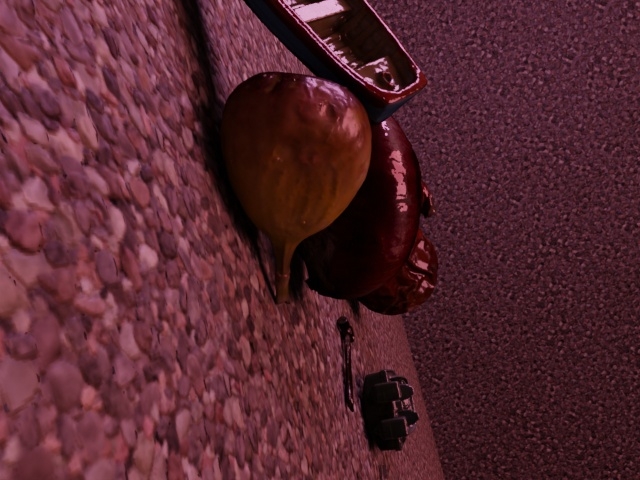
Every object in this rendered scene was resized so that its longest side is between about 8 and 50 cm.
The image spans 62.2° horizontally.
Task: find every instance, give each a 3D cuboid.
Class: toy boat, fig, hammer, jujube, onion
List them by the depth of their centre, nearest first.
[{"bbox_3d":[-0.032,-0.047,0.573,0.159,0.159,0.257,-73,168,-72],"label":"fig"},{"bbox_3d":[-0.041,-0.290,0.581,0.392,0.079,0.136,49,49,5],"label":"toy boat"},{"bbox_3d":[0.059,-0.062,0.716,0.272,0.195,0.272,178,-90,-66],"label":"onion"},{"bbox_3d":[0.045,0.208,0.893,0.178,0.021,0.065,-87,160,-53],"label":"hammer"},{"bbox_3d":[0.150,0.332,1.071,0.319,0.092,0.141,47,32,-72],"label":"toy boat"},{"bbox_3d":[0.132,0.028,1.150,0.342,0.216,0.216,42,31,-47],"label":"jujube"}]

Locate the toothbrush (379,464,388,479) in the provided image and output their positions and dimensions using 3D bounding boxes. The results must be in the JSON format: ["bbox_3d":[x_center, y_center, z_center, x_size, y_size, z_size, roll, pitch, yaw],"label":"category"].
[{"bbox_3d":[0.119,0.470,0.920,0.167,0.014,0.011,-93,174,-49],"label":"toothbrush"}]
